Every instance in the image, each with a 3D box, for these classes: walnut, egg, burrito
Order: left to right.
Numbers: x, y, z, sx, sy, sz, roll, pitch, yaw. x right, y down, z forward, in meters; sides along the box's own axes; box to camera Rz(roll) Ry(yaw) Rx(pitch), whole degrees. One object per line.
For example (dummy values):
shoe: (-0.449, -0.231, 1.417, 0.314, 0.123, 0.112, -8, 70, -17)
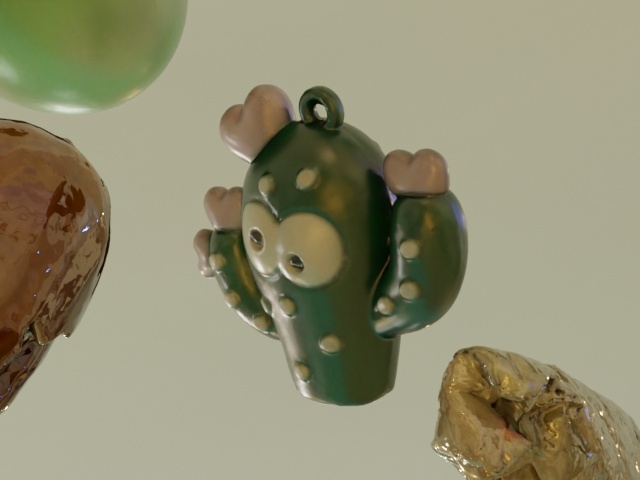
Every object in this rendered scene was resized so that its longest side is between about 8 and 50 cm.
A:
walnut: (-0.159, 0.031, 0.790, 0.116, 0.207, 0.116, 21, -40, 19)
egg: (-0.222, -0.220, 1.579, 0.220, 0.220, 0.269, -20, -46, 11)
burrito: (0.089, 0.079, 0.718, 0.045, 0.058, 0.188, 11, -10, 27)

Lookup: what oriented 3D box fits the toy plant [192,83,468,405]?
toy plant: (0.004, 0.000, 1.468, 0.112, 0.232, 0.243, -28, -35, -46)
